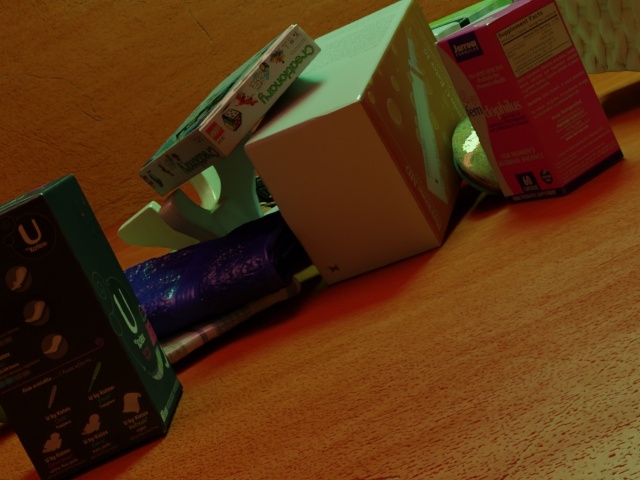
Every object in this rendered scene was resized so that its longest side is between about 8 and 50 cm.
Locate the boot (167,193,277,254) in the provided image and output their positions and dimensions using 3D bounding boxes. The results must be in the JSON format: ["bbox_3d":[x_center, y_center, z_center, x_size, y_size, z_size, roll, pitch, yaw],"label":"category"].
[{"bbox_3d":[-0.114,-0.038,2.036,0.220,0.109,0.283,-21,13,33],"label":"boot"}]

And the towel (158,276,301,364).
[{"bbox_3d":[-0.173,0.121,1.561,0.285,0.034,0.209,-30,10,-24],"label":"towel"}]

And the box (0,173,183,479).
[{"bbox_3d":[-0.270,0.087,1.272,0.143,0.270,0.165,-26,10,3],"label":"box"}]

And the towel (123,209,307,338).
[{"bbox_3d":[-0.162,0.050,1.583,0.308,0.076,0.227,-23,10,18],"label":"towel"}]

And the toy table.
[{"bbox_3d":[-0.148,-0.033,1.785,0.274,0.161,0.252,-39,14,5],"label":"toy table"}]

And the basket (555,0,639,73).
[{"bbox_3d":[0.468,-0.413,1.742,0.328,0.331,0.266,0,25,25],"label":"basket"}]

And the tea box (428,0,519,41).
[{"bbox_3d":[0.161,-0.218,1.970,0.329,0.220,0.323,-18,13,37],"label":"tea box"}]

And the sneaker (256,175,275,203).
[{"bbox_3d":[-0.160,-0.042,2.248,0.262,0.099,0.121,-27,5,-18],"label":"sneaker"}]

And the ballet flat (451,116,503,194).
[{"bbox_3d":[0.262,-0.159,1.645,0.123,0.123,0.348,-21,8,25],"label":"ballet flat"}]

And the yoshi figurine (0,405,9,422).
[{"bbox_3d":[-0.498,0.223,1.598,0.362,0.203,0.203,-38,-33,8],"label":"yoshi figurine"}]

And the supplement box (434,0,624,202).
[{"bbox_3d":[0.248,-0.169,1.464,0.114,0.220,0.111,-30,10,-27],"label":"supplement box"}]

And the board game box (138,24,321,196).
[{"bbox_3d":[-0.128,-0.165,1.622,0.193,0.053,0.305,-51,12,-19],"label":"board game box"}]

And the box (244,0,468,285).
[{"bbox_3d":[0.067,-0.138,1.595,0.168,0.215,0.345,-20,24,27],"label":"box"}]
